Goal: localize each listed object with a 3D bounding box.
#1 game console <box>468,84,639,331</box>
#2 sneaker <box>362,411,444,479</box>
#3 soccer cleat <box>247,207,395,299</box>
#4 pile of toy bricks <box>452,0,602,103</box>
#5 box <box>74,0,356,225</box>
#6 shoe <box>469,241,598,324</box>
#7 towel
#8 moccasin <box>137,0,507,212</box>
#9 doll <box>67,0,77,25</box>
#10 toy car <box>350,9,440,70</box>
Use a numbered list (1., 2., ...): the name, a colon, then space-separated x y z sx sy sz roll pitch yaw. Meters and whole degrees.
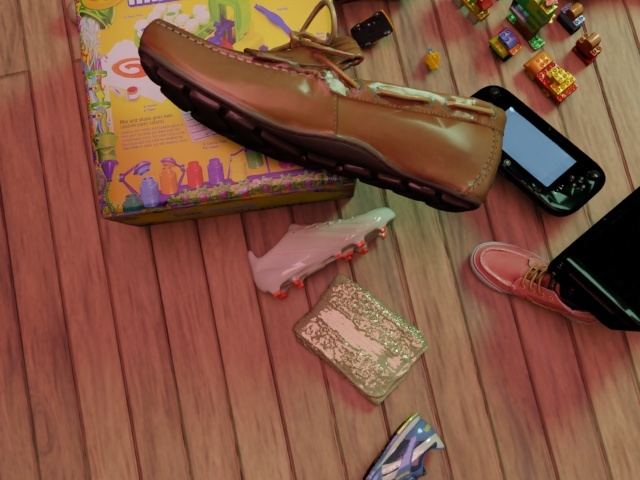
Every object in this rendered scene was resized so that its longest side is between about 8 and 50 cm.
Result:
1. game console: 0.302 -0.053 0.961 0.213 0.044 0.361 -33 68 -34
2. sneaker: 0.091 0.277 0.944 0.059 0.053 0.144 38 84 7
3. soccer cleat: 0.000 0.000 0.996 0.196 0.068 0.076 -29 76 0
4. pile of toy bricks: 0.273 -0.291 1.016 0.118 0.105 0.212 -40 80 -5
5. box: -0.117 -0.176 0.960 0.289 0.177 0.279 -7 88 1
6. shoe: 0.270 0.047 0.964 0.178 0.081 0.063 26 81 7
7. towel: 0.050 0.121 0.989 0.148 0.027 0.110 39 83 9
8. moccasin: 0.007 -0.148 0.800 0.380 0.139 0.147 17 85 -2
9. doll: -0.257 -0.337 1.071 0.189 0.046 0.129 -19 89 13
10. toy car: 0.101 -0.262 1.064 0.122 0.060 0.040 39 39 -7
